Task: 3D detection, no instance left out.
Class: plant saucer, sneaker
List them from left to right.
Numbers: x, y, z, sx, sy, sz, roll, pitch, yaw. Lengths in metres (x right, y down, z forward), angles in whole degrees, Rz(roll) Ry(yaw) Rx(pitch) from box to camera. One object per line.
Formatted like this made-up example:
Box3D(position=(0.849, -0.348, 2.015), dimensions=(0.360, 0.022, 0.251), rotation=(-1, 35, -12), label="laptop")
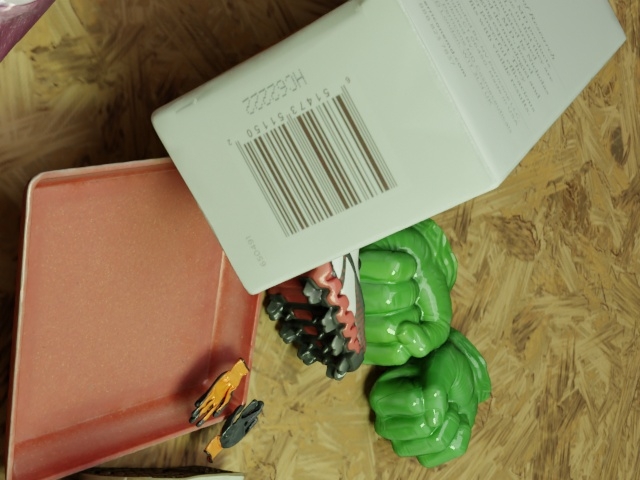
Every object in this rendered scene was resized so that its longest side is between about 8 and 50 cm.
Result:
Box3D(position=(-0.151, 0.050, 0.980), dimensions=(0.259, 0.047, 0.259), rotation=(-13, 118, -48), label="plant saucer")
Box3D(position=(-0.134, 0.241, 1.035), dimensions=(0.192, 0.064, 0.086), rotation=(15, 80, -55), label="sneaker")
Box3D(position=(0.000, 0.000, 1.143), dimensions=(0.135, 0.097, 0.276), rotation=(-40, 121, -36), label="sneaker")

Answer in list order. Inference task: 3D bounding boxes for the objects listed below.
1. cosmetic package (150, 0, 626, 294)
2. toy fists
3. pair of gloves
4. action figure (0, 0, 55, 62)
Box3D(position=(0.085, -0.141, 1.019), dimensions=(0.162, 0.230, 0.453), rotation=(61, 31, -7), label="cosmetic package")
Box3D(position=(0.101, 0.114, 1.274), dimensions=(0.142, 0.096, 0.279), rotation=(-41, 124, -37), label="toy fists")
Box3D(position=(-0.082, 0.153, 1.072), dimensions=(0.074, 0.010, 0.083), rotation=(-45, 139, -27), label="pair of gloves")
Box3D(position=(-0.242, -0.119, 0.724), dimensions=(0.370, 0.275, 0.248), rotation=(-66, 157, -44), label="action figure")
